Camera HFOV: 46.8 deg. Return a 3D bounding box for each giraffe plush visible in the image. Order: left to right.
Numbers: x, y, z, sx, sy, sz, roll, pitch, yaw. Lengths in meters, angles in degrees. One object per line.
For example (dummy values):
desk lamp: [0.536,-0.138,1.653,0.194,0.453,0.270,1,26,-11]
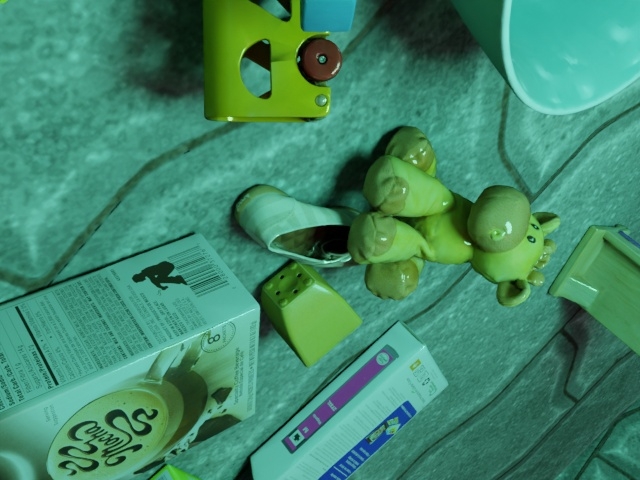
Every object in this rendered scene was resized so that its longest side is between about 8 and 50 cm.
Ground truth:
giraffe plush: [0.152,-0.007,0.777,0.210,0.170,0.181,34,73,-58]

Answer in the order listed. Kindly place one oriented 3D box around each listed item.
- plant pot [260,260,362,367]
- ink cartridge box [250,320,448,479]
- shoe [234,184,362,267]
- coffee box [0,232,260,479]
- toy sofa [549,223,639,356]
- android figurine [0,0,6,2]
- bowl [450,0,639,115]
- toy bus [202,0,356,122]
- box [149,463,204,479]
plant pot: [-0.018,0.071,0.814,0.081,0.081,0.083,-38,134,-8]
ink cartridge box: [0.022,0.289,1.080,0.371,0.069,0.176,-43,145,-6]
shoe: [0.000,0.000,0.774,0.219,0.058,0.076,15,114,-50]
coffee box: [-0.209,0.133,0.648,0.297,0.119,0.168,-23,140,-28]
toy sofa: [0.580,0.131,1.220,0.177,0.362,0.150,1,124,-38]
android figurine: [-0.218,-0.213,0.353,0.248,0.056,0.273,-5,127,-42]
bowl: [0.210,-0.278,0.615,0.311,0.163,0.311,-26,140,-25]
toy bus: [-0.041,-0.175,0.516,0.104,0.202,0.191,-1,141,-6]
box: [-0.185,0.359,0.963,0.109,0.042,0.178,-41,145,-4]
